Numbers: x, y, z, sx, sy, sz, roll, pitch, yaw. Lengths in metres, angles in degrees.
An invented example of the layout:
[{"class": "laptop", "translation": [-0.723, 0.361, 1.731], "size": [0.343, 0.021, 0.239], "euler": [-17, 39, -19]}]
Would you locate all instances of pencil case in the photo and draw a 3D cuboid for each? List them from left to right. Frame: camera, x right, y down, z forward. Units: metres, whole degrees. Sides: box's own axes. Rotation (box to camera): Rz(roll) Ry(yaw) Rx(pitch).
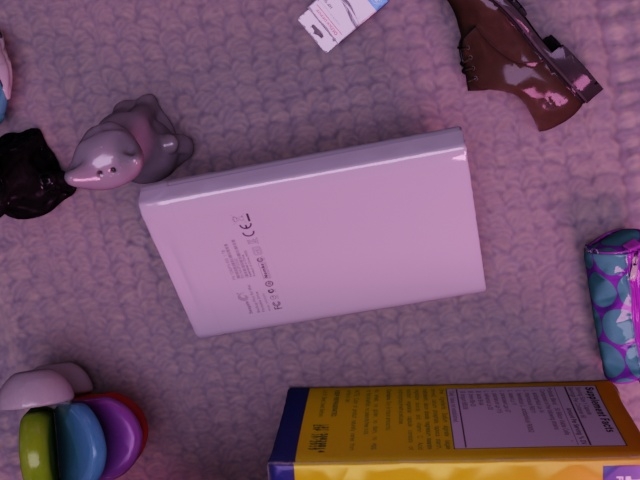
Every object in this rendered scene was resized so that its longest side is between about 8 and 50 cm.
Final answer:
[{"class": "pencil case", "translation": [0.309, 0.068, 1.069], "size": [0.065, 0.070, 0.151], "euler": [-15, 103, -9]}]

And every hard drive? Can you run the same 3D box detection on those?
[{"class": "hard drive", "translation": [0.000, 0.000, 1.045], "size": [0.308, 0.040, 0.203], "euler": [-10, 134, 6]}]

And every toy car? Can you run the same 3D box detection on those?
[{"class": "toy car", "translation": [-0.249, 0.207, 1.090], "size": [0.136, 0.182, 0.159], "euler": [-6, 87, 1]}]

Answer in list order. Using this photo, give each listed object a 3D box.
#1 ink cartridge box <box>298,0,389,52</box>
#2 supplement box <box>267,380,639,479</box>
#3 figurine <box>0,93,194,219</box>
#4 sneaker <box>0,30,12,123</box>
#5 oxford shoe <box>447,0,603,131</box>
[{"class": "ink cartridge box", "translation": [0.021, -0.229, 1.044], "size": [0.083, 0.028, 0.048], "euler": [-39, 97, 12]}, {"class": "supplement box", "translation": [0.137, 0.268, 1.063], "size": [0.357, 0.194, 0.195], "euler": [-2, 103, 5]}, {"class": "figurine", "translation": [-0.244, -0.069, 1.008], "size": [0.215, 0.209, 0.092], "euler": [-15, 101, 7]}, {"class": "sneaker", "translation": [-0.450, -0.160, 1.063], "size": [0.275, 0.107, 0.110], "euler": [2, 112, 4]}, {"class": "oxford shoe", "translation": [0.161, -0.193, 1.016], "size": [0.227, 0.083, 0.096], "euler": [44, 106, -5]}]
